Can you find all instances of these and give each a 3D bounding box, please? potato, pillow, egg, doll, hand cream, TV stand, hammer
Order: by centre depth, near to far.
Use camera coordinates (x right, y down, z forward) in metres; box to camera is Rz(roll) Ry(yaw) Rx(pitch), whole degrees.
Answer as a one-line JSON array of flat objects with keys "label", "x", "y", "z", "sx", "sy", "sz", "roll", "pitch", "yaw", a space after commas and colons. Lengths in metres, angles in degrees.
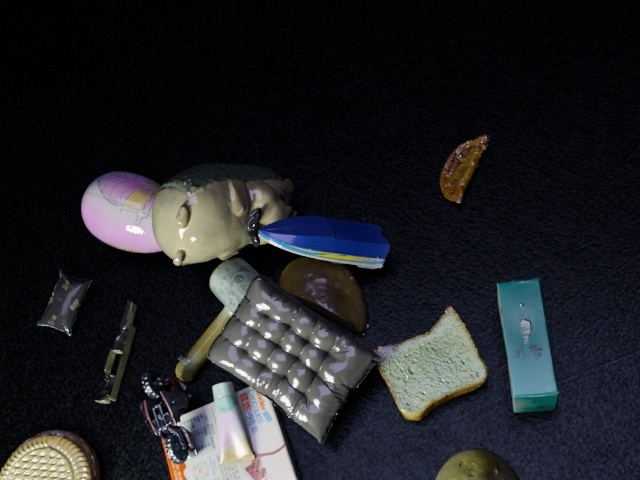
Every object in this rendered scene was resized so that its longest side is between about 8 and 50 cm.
[{"label": "potato", "x": 0.311, "y": 0.523, "z": 1.526, "sx": 0.178, "sy": 0.160, "sz": 0.235, "roll": -6, "pitch": 74, "yaw": 33}, {"label": "pillow", "x": -0.064, "y": 0.252, "z": 1.696, "sx": 0.326, "sy": 0.101, "sz": 0.228, "roll": 33, "pitch": 91, "yaw": 7}, {"label": "hand cream", "x": -0.195, "y": 0.396, "z": 1.712, "sx": 0.076, "sy": 0.047, "sz": 0.174, "roll": -15, "pitch": 70, "yaw": 5}, {"label": "potato", "x": 0.017, "y": 0.105, "z": 1.811, "sx": 0.243, "sy": 0.098, "sz": 0.138, "roll": 23, "pitch": 72, "yaw": 20}, {"label": "doll", "x": -0.213, "y": -0.066, "z": 1.835, "sx": 0.349, "sy": 0.247, "sz": 0.247, "roll": -19, "pitch": 55, "yaw": -41}, {"label": "hammer", "x": -0.234, "y": 0.201, "z": 1.835, "sx": 0.305, "sy": 0.113, "sz": 0.202, "roll": -48, "pitch": 61, "yaw": 0}, {"label": "TV stand", "x": -0.482, "y": 0.266, "z": 1.891, "sx": 0.042, "sy": 0.036, "sz": 0.249, "roll": 5, "pitch": 68, "yaw": 17}, {"label": "egg", "x": -0.458, "y": -0.067, "z": 1.944, "sx": 0.271, "sy": 0.196, "sz": 0.196, "roll": 15, "pitch": 71, "yaw": 27}, {"label": "pillow", "x": -0.638, "y": 0.155, "z": 1.972, "sx": 0.090, "sy": 0.048, "sz": 0.150, "roll": 10, "pitch": 73, "yaw": 26}]

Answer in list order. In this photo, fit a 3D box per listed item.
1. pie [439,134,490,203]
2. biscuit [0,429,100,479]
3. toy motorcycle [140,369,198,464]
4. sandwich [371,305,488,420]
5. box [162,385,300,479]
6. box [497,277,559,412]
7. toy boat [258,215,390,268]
[{"label": "pie", "x": 0.337, "y": -0.174, "z": 1.892, "sx": 0.088, "sy": 0.033, "sz": 0.191, "roll": 16, "pitch": 72, "yaw": 36}, {"label": "biscuit", "x": -0.613, "y": 0.552, "z": 1.772, "sx": 0.259, "sy": 0.079, "sz": 0.259, "roll": -5, "pitch": 65, "yaw": 11}, {"label": "toy motorcycle", "x": -0.323, "y": 0.382, "z": 1.722, "sx": 0.082, "sy": 0.122, "sz": 0.213, "roll": -32, "pitch": 70, "yaw": 25}, {"label": "sandwich", "x": 0.237, "y": 0.268, "z": 1.701, "sx": 0.214, "sy": 0.065, "sz": 0.186, "roll": -26, "pitch": 63, "yaw": 3}, {"label": "box", "x": -0.196, "y": 0.480, "z": 1.721, "sx": 0.265, "sy": 0.048, "sz": 0.273, "roll": -23, "pitch": 61, "yaw": 3}, {"label": "box", "x": 0.425, "y": 0.218, "z": 1.629, "sx": 0.092, "sy": 0.153, "sz": 0.245, "roll": -7, "pitch": 64, "yaw": 11}, {"label": "toy boat", "x": 0.000, "y": 0.000, "z": 1.785, "sx": 0.295, "sy": 0.088, "sz": 0.129, "roll": 7, "pitch": 31, "yaw": -21}]
